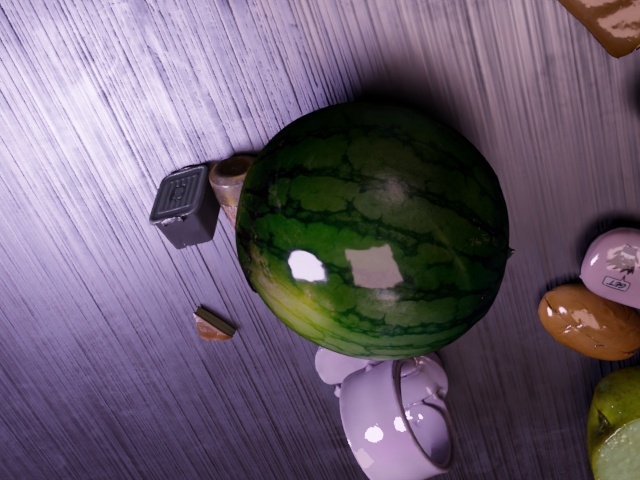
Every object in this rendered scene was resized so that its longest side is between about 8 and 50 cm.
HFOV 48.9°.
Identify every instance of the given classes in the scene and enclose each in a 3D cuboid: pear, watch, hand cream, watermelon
[{"bbox_3d":[0.548,0.318,1.165,0.292,0.159,0.292,2,118,4],"label":"pear"},{"bbox_3d":[0.100,0.278,1.152,0.196,0.231,0.244,-28,117,25],"label":"watch"},{"bbox_3d":[-0.108,-0.027,1.081,0.084,0.084,0.203,-4,125,10],"label":"hand cream"},{"bbox_3d":[0.071,-0.012,0.919,0.363,0.363,0.363,3,122,5],"label":"watermelon"}]

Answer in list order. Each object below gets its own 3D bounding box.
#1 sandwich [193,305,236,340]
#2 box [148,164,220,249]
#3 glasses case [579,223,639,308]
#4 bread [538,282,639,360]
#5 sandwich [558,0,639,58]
[{"bbox_3d":[-0.193,0.153,1.227,0.083,0.031,0.044,35,115,-12],"label":"sandwich"},{"bbox_3d":[-0.197,-0.048,1.056,0.084,0.122,0.069,-14,131,17],"label":"box"},{"bbox_3d":[0.545,0.056,1.048,0.314,0.075,0.122,14,124,-2],"label":"glasses case"},{"bbox_3d":[0.436,0.135,1.114,0.189,0.077,0.114,27,117,-7],"label":"bread"},{"bbox_3d":[0.377,-0.365,0.817,0.212,0.063,0.245,38,117,-14],"label":"sandwich"}]
